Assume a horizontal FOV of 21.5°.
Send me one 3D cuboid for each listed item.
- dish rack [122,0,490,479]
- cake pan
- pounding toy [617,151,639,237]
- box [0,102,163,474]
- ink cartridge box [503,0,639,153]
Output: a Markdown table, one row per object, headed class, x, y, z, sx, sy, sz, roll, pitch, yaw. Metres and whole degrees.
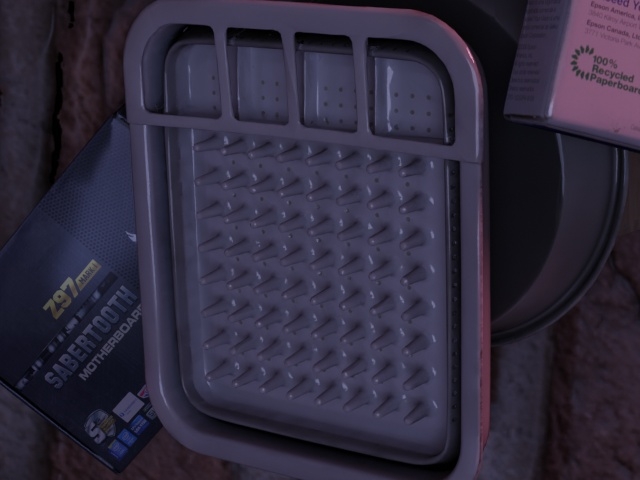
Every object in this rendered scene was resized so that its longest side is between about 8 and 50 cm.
| class | x | y | z | sx | sy | sz | roll | pitch | yaw |
| --- | --- | --- | --- | --- | --- | --- | --- | --- | --- |
| dish rack | 0.000 | 0.000 | 1.149 | 0.286 | 0.072 | 0.332 | 8 | 108 | 33 |
| cake pan | 0.070 | -0.060 | 1.164 | 0.293 | 0.054 | 0.293 | 11 | 109 | 35 |
| pounding toy | 0.145 | -0.054 | 1.191 | 0.141 | 0.100 | 0.130 | 16 | 113 | 45 |
| box | -0.150 | 0.037 | 1.285 | 0.183 | 0.059 | 0.232 | 41 | 105 | -6 |
| ink cartridge box | 0.299 | -0.201 | 1.080 | 0.324 | 0.071 | 0.330 | 12 | 91 | -24 |
